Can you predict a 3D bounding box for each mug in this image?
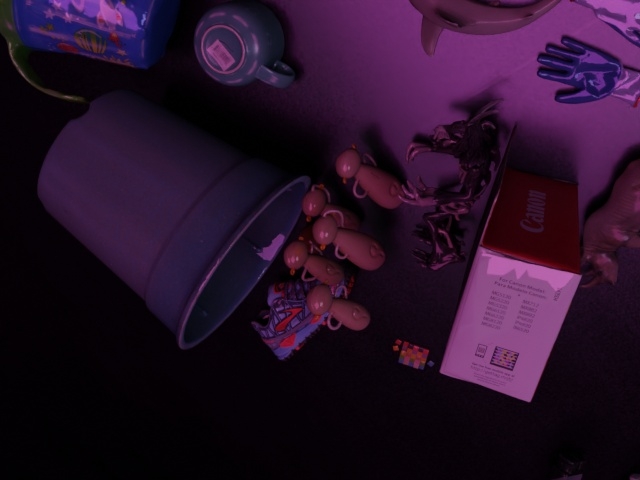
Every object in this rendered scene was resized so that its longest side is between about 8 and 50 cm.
[{"bbox_3d":[-0.122,-0.309,1.051,0.158,0.097,0.129,10,118,16],"label":"mug"}]

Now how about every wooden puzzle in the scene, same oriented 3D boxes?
[{"bbox_3d":[0.176,0.218,1.259,0.083,0.006,0.049,17,120,12],"label":"wooden puzzle"}]

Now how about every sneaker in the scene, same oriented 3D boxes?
[{"bbox_3d":[-0.042,0.118,1.234,0.125,0.104,0.262,42,122,-1],"label":"sneaker"}]

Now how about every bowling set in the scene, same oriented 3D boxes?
[{"bbox_3d":[0.000,0.000,1.098,0.200,0.286,0.154,-1,158,46],"label":"bowling set"}]

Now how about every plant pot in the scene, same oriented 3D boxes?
[{"bbox_3d":[-0.249,-0.054,1.095,0.334,0.341,0.341,34,122,8],"label":"plant pot"}]

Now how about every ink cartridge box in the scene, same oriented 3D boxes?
[{"bbox_3d":[0.283,0.016,0.939,0.130,0.309,0.271,17,120,12],"label":"ink cartridge box"}]

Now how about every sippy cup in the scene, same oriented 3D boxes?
[{"bbox_3d":[-0.347,-0.381,1.038,0.224,0.240,0.305,21,130,-2],"label":"sippy cup"}]

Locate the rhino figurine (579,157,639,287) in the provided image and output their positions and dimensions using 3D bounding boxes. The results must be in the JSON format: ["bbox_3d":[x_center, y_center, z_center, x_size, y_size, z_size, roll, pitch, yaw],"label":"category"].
[{"bbox_3d":[0.458,-0.021,0.996,0.106,0.073,0.243,26,123,2],"label":"rhino figurine"}]

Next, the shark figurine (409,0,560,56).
[{"bbox_3d":[0.221,-0.319,0.913,0.279,0.116,0.166,11,120,17],"label":"shark figurine"}]

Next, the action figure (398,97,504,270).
[{"bbox_3d":[0.190,-0.091,1.013,0.141,0.164,0.275,14,125,8],"label":"action figure"}]

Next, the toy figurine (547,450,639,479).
[{"bbox_3d":[0.490,0.493,1.159,0.213,0.209,0.148,15,103,9],"label":"toy figurine"}]

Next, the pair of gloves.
[{"bbox_3d":[0.399,-0.274,0.921,0.159,0.023,0.198,24,120,10],"label":"pair of gloves"}]
